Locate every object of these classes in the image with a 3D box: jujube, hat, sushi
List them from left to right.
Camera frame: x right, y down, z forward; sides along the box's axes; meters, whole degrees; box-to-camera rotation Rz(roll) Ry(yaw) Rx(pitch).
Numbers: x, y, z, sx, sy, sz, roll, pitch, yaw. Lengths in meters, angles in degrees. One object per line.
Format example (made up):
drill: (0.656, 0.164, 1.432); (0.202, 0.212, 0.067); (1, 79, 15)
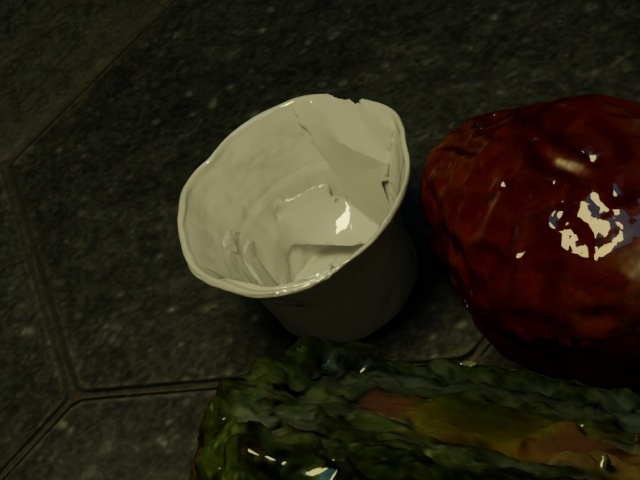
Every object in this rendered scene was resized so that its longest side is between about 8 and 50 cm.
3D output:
hat: (0.000, 0.000, 1.451); (0.203, 0.126, 0.203); (-15, 42, 14)
sushi: (0.096, 0.172, 1.073); (0.352, 0.178, 0.294); (10, 14, 4)
jujube: (0.172, -0.007, 1.315); (0.197, 0.197, 0.290); (-39, 26, -12)

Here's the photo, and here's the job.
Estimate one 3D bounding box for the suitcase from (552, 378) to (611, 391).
suitcase: (0.162, 0.137, 1.259); (0.126, 0.059, 0.086); (10, 47, 23)
